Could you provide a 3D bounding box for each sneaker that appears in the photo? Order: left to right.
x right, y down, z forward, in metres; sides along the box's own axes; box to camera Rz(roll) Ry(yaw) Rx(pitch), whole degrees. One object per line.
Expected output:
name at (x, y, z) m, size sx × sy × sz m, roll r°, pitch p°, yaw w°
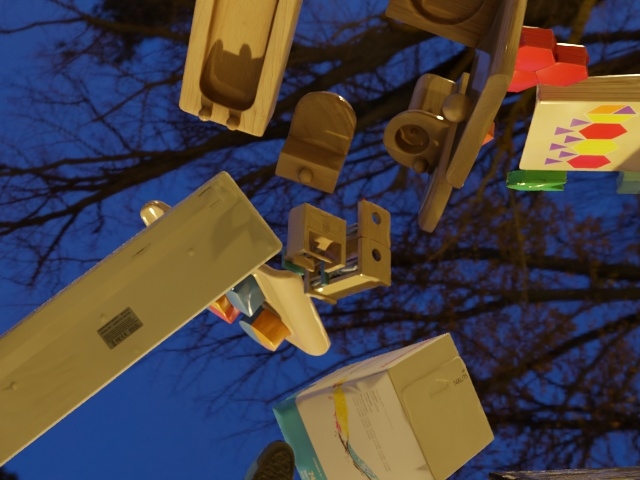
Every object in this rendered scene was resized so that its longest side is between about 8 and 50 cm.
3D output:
sneaker at (-0.101, 0.348, 1.154) m, size 0.069 × 0.082 × 0.209 m, roll 26°, pitch -98°, yaw -37°

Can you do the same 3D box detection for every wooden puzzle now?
wooden puzzle at (-0.167, 0.091, 1.710) m, size 0.080 × 0.348 × 0.322 m, roll -55°, pitch -28°, yaw -21°

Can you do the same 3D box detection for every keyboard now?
keyboard at (-0.148, 0.054, 0.640) m, size 0.256 × 0.014 × 0.072 m, roll -38°, pitch -83°, yaw -8°

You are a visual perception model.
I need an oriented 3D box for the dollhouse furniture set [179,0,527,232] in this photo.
dollhouse furniture set at (-0.001, -0.074, 0.431) m, size 0.151 × 0.144 × 0.123 m, roll 20°, pitch -138°, yaw 1°

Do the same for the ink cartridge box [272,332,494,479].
ink cartridge box at (0.104, 0.303, 1.515) m, size 0.198 × 0.270 × 0.197 m, roll -19°, pitch -95°, yaw -50°

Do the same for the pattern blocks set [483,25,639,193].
pattern blocks set at (0.261, -0.106, 0.830) m, size 0.285 × 0.325 × 0.026 m, roll 4°, pitch -106°, yaw 0°

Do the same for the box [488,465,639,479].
box at (0.411, 0.295, 0.983) m, size 0.395 × 0.318 × 0.097 m, roll -1°, pitch -99°, yaw -5°

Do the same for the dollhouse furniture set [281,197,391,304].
dollhouse furniture set at (0.000, 0.000, 1.383) m, size 0.183 × 0.129 × 0.129 m, roll 23°, pitch -122°, yaw -39°
